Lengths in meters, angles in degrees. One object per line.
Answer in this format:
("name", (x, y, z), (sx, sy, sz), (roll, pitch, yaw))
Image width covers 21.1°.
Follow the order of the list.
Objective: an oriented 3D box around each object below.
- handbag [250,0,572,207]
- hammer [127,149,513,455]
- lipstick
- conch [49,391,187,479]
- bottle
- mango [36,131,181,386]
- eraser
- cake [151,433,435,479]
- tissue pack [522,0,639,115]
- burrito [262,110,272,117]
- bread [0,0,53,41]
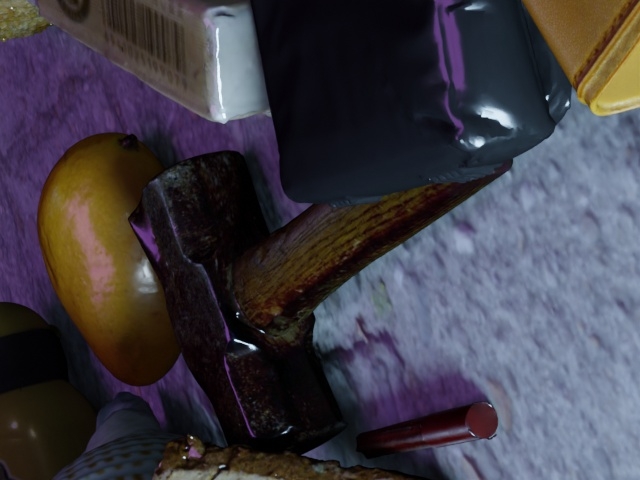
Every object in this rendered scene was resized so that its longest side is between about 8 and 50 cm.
("handbag", (0.032, -0.146, 0.955), (0.275, 0.088, 0.244), (169, 87, -70))
("hammer", (0.000, 0.000, 1.207), (0.409, 0.095, 0.242), (-40, 68, 56))
("lipstick", (0.070, 0.136, 1.212), (0.176, 0.027, 0.027), (-24, 82, 62))
("conch", (-0.178, 0.288, 1.497), (0.303, 0.319, 0.215), (-38, 97, 21))
("bottle", (-0.295, 0.231, 1.737), (0.351, 0.171, 0.171), (66, 150, 16))
("mango", (-0.177, 0.018, 1.502), (0.147, 0.109, 0.227), (1, 105, 35))
("eraser", (-0.101, -0.183, 1.236), (0.343, 0.144, 0.078), (33, 132, 49))
("cake", (-0.005, 0.231, 1.248), (0.246, 0.112, 0.135), (7, 144, 19))
("tissue pack", (0.143, -0.214, 0.748), (0.275, 0.194, 0.145), (63, 149, 21))
("burrito", (-0.060, -0.130, 1.296), (0.185, 0.041, 0.045), (40, 111, 49))
("bread", (-0.319, -0.264, 1.526), (0.314, 0.192, 0.171), (-10, 93, 61))
